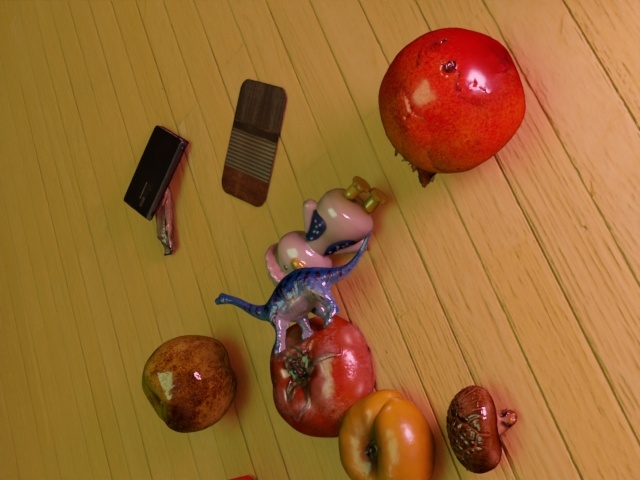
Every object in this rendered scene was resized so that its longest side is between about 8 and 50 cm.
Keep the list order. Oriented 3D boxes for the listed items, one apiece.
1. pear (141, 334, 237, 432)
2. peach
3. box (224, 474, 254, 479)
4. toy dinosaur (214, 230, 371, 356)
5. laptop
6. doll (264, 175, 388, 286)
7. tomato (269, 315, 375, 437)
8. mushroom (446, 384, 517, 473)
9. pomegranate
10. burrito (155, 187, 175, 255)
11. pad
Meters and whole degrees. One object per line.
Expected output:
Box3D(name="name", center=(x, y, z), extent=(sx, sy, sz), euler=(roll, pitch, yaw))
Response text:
Box3D(name="pear", center=(-0.265, 0.291, 1.589), extent=(0.197, 0.197, 0.197), euler=(-2, 88, 47))
Box3D(name="peach", center=(0.108, 0.330, 1.237), extent=(0.179, 0.103, 0.179), euler=(-6, 82, 46))
Box3D(name="box", center=(-0.228, 0.661, 1.411), extent=(0.257, 0.349, 0.318), euler=(26, 107, 44))
Box3D(name="toy dinosaur", center=(-0.032, 0.109, 1.314), extent=(0.329, 0.076, 0.144), euler=(-24, 77, 25))
Box3D(name="laptop", center=(-0.395, -0.163, 1.812), extent=(0.154, 0.026, 0.207), euler=(32, 98, 44))
Box3D(name="doll", center=(0.000, 0.000, 1.353), extent=(0.293, 0.138, 0.119), euler=(-44, 18, 35))
Box3D(name="tomato", center=(-0.015, 0.245, 1.378), extent=(0.237, 0.095, 0.236), euler=(-3, 86, 47))
Box3D(name="mushroom", center=(0.227, 0.276, 1.122), extent=(0.109, 0.085, 0.126), euler=(-25, 65, 45))
Box3D(name="pomegranate", center=(0.184, -0.189, 1.098), extent=(0.210, 0.210, 0.235), euler=(52, 149, 35))
Box3D(name="burrito", center=(-0.369, -0.051, 1.807), extent=(0.051, 0.042, 0.171), euler=(-22, 69, 50))
Box3D(name="pad", center=(-0.211, -0.228, 1.629), extent=(0.323, 0.055, 0.249), euler=(19, 104, 28))
